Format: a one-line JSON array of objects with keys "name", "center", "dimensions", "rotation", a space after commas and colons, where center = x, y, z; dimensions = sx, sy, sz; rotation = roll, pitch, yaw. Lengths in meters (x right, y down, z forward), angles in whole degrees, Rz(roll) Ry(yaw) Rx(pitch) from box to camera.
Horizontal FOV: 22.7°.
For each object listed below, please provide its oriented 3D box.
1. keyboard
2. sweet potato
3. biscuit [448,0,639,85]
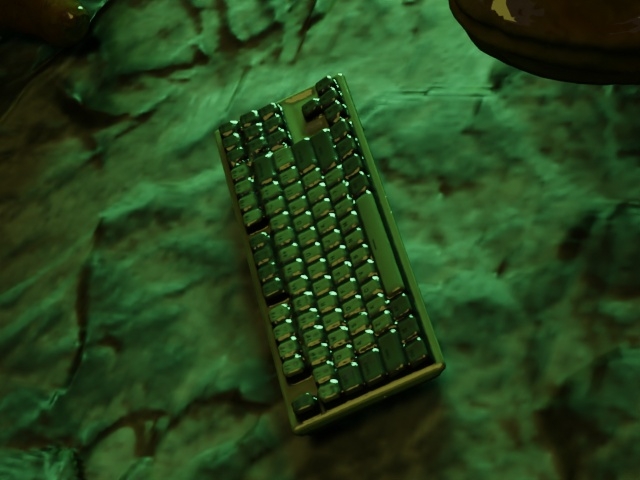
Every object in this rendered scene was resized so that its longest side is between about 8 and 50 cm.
[{"name": "keyboard", "center": [0.000, 0.000, 0.493], "dimensions": [0.049, 0.015, 0.129], "rotation": [-27, 47, 12]}, {"name": "sweet potato", "center": [-0.162, -0.097, 0.650], "dimensions": [0.179, 0.044, 0.044], "rotation": [0, 58, 32]}, {"name": "biscuit", "center": [0.149, -0.146, 0.409], "dimensions": [0.290, 0.041, 0.208], "rotation": [-41, 83, -6]}]
